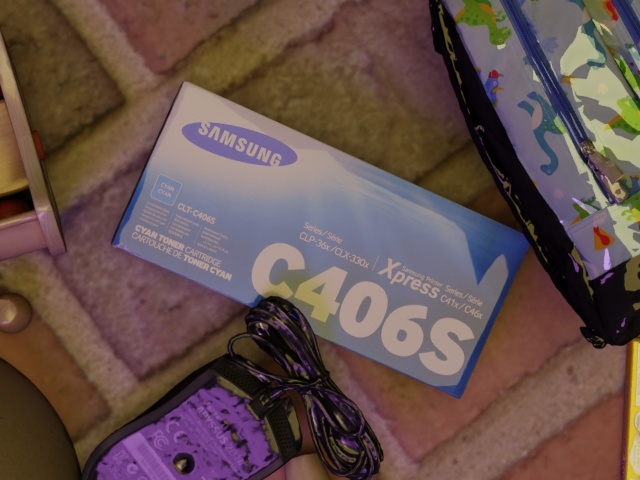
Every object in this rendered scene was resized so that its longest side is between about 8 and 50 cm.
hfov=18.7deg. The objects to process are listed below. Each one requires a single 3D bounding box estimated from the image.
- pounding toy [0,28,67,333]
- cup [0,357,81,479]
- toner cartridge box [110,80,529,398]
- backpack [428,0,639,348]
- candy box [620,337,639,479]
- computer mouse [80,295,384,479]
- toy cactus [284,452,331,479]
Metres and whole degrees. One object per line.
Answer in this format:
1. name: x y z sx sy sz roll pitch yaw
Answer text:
1. pounding toy: -0.313 -0.042 1.703 0.155 0.154 0.269 -17 93 -5
2. cup: -0.372 0.251 1.668 0.331 0.237 0.331 0 92 -5
3. toner cartridge box: 0.000 0.000 1.775 0.348 0.075 0.165 24 89 -6
4. backpack: 0.234 -0.119 1.700 0.273 0.290 0.355 -42 84 14
5. candy box: 0.337 0.195 1.839 0.105 0.027 0.205 3 92 -8
6. computer mouse: -0.092 0.185 1.759 0.272 0.072 0.188 -32 94 11
7. toy cactus: 0.008 0.287 1.788 0.219 0.112 0.180 -13 75 -3
